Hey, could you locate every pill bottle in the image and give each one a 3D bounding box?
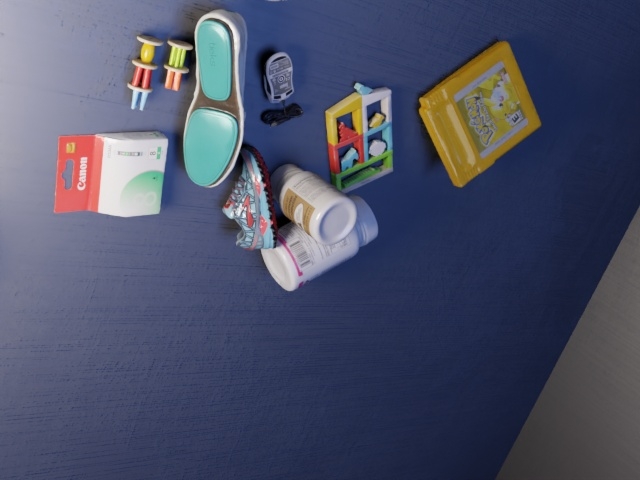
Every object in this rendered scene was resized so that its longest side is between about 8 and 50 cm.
[{"bbox_3d":[-0.026,-0.095,1.968,0.131,0.229,0.131,-22,131,-28],"label":"pill bottle"},{"bbox_3d":[0.000,0.000,2.107,0.283,0.160,0.160,-28,133,-22],"label":"pill bottle"}]

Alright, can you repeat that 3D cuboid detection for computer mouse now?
[{"bbox_3d":[-0.095,-0.356,1.872,0.106,0.042,0.193,-24,137,-20],"label":"computer mouse"}]

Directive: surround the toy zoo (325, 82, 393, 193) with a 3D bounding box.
[{"bbox_3d":[0.104,-0.275,2.103,0.192,0.030,0.293,-26,132,-24],"label":"toy zoo"}]

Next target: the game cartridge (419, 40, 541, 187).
[{"bbox_3d":[0.448,-0.351,2.259,0.323,0.052,0.285,-38,115,-16],"label":"game cartridge"}]

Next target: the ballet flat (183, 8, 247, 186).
[{"bbox_3d":[-0.210,-0.305,1.746,0.139,0.139,0.400,-15,130,-33],"label":"ballet flat"}]

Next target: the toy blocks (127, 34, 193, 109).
[{"bbox_3d":[-0.333,-0.340,1.668,0.123,0.054,0.148,-2,119,-39],"label":"toy blocks"}]

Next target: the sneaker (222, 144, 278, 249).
[{"bbox_3d":[-0.177,-0.095,1.930,0.125,0.104,0.262,-8,108,1],"label":"sneaker"}]

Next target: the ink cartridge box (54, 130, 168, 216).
[{"bbox_3d":[-0.442,-0.137,1.719,0.224,0.056,0.181,-10,123,-38],"label":"ink cartridge box"}]
